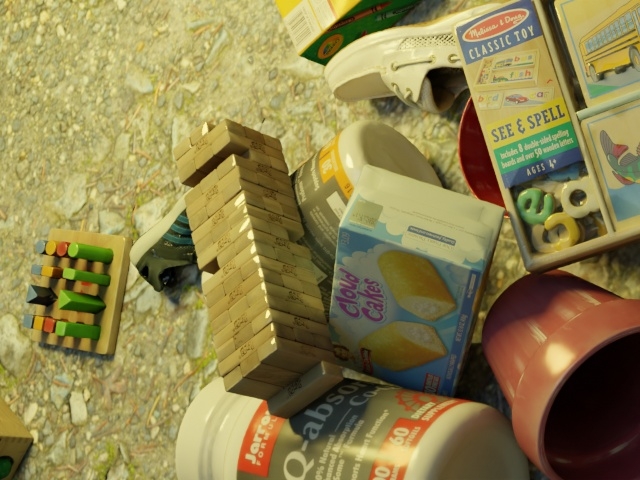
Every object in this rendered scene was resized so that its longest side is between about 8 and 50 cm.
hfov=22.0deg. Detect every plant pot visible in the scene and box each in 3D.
[{"bbox_3d":[0.259,0.125,1.643,0.201,0.201,0.180,-61,35,14],"label":"plant pot"}]

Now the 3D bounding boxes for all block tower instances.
[{"bbox_3d":[-0.073,0.020,1.775,0.091,0.097,0.335,-39,52,31],"label":"block tower"}]

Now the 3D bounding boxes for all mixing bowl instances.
[{"bbox_3d":[0.247,-0.104,1.745,0.181,0.098,0.181,-9,77,40],"label":"mixing bowl"}]

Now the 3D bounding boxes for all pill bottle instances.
[{"bbox_3d":[0.000,0.000,1.896,0.278,0.162,0.162,-39,59,29],"label":"pill bottle"},{"bbox_3d":[0.026,0.255,1.792,0.363,0.210,0.210,6,86,41],"label":"pill bottle"}]

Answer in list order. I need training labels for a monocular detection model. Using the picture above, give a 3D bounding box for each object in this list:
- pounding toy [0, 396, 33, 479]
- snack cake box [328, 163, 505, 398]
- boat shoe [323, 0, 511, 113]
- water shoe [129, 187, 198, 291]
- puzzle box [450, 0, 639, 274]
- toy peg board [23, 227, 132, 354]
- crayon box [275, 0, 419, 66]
[{"bbox_3d":[-0.475,0.284,2.289,0.141,0.100,0.130,42,109,38],"label":"pounding toy"},{"bbox_3d":[0.093,0.050,1.720,0.152,0.264,0.089,17,56,8],"label":"snack cake box"},{"bbox_3d":[0.120,-0.191,1.871,0.277,0.098,0.096,-15,72,37],"label":"boat shoe"},{"bbox_3d":[-0.159,-0.011,2.108,0.203,0.073,0.080,-41,79,32],"label":"water shoe"},{"bbox_3d":[0.353,-0.157,1.598,0.409,0.052,0.272,-20,77,19],"label":"puzzle box"},{"bbox_3d":[-0.349,0.064,2.238,0.161,0.079,0.161,6,86,41],"label":"toy peg board"},{"bbox_3d":[0.007,-0.370,2.013,0.165,0.081,0.278,-38,59,29],"label":"crayon box"}]
